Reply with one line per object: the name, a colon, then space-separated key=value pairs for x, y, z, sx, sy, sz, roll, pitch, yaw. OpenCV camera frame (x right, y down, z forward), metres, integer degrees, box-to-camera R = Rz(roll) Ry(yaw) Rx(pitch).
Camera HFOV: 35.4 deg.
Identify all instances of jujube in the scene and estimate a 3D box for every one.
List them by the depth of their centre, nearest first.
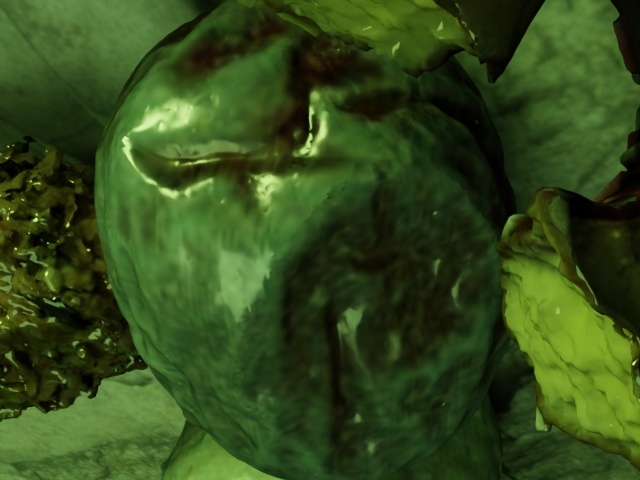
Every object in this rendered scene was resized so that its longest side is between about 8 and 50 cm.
jujube: x=-0.006 y=-0.004 z=0.602 sx=0.246 sy=0.215 sz=0.308 roll=-12 pitch=127 yaw=-14

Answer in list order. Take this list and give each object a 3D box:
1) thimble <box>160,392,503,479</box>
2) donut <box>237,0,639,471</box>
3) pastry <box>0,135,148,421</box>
thimble: x=0.008 y=0.203 z=0.857 sx=0.291 sy=0.195 sz=0.291 roll=12 pitch=139 yaw=11
donut: x=0.130 y=-0.092 z=0.434 sx=0.345 sy=0.259 sz=0.136 roll=50 pitch=165 yaw=-17
pastry: x=-0.212 y=0.040 z=0.735 sx=0.275 sy=0.193 sz=0.275 roll=14 pitch=165 yaw=4
